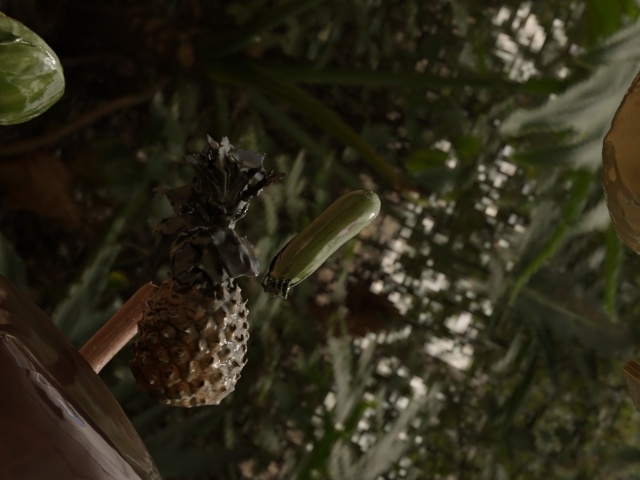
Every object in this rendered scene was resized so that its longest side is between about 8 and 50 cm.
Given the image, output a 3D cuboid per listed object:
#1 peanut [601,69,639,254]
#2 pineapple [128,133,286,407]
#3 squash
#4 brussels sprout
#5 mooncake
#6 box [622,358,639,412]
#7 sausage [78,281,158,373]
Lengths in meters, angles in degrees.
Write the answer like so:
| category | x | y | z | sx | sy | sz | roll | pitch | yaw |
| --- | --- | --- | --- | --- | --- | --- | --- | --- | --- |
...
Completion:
| category | x | y | z | sx | sy | sz | roll | pitch | yaw |
| --- | --- | --- | --- | --- | --- | --- | --- | --- | --- |
| peanut | 0.295 | -0.093 | 0.756 | 0.313 | 0.152 | 0.152 | -26 | 154 | -7 |
| pineapple | -0.109 | 0.026 | 1.225 | 0.125 | 0.125 | 0.251 | -27 | 135 | -64 |
| squash | 0.000 | 0.000 | 1.592 | 0.183 | 0.052 | 0.052 | -41 | 158 | -11 |
| brussels sprout | -0.292 | -0.155 | 1.155 | 0.181 | 0.139 | 0.100 | 99 | 16 | -61 |
| mooncake | -0.282 | 0.167 | 1.154 | 0.174 | 0.326 | 0.334 | -38 | 146 | -3 |
| box | 0.468 | 0.225 | 1.822 | 0.023 | 0.090 | 0.133 | -45 | 141 | -11 |
| sausage | -0.264 | 0.126 | 1.637 | 0.186 | 0.043 | 0.043 | -46 | 158 | -16 |
